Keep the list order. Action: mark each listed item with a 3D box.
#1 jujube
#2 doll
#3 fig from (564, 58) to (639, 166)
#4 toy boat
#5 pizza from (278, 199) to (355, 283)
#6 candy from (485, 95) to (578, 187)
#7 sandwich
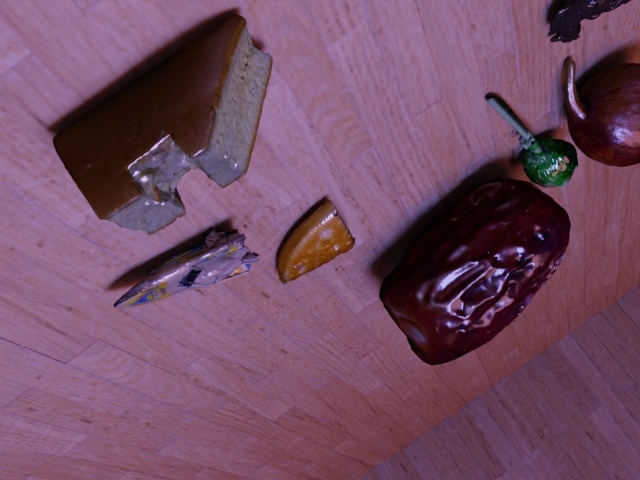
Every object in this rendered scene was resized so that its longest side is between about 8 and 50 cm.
[{"bbox_3d":[0.268,0.054,1.454,0.377,0.258,0.258,-54,149,11],"label":"jujube"},{"bbox_3d":[0.389,-0.343,1.143,0.139,0.057,0.165,-24,160,-22],"label":"doll"},{"bbox_3d":[0.474,-0.211,1.352,0.207,0.175,0.175,-2,141,-23],"label":"fig"},{"bbox_3d":[-0.189,0.046,1.125,0.210,0.066,0.084,-25,150,-15],"label":"toy boat"},{"bbox_3d":[0.000,0.000,1.280,0.130,0.041,0.178,-12,145,-31],"label":"pizza"},{"bbox_3d":[0.346,-0.174,1.363,0.097,0.097,0.323,-42,143,15],"label":"candy"},{"bbox_3d":[-0.142,-0.118,0.854,0.235,0.128,0.122,-36,160,4],"label":"sandwich"}]
